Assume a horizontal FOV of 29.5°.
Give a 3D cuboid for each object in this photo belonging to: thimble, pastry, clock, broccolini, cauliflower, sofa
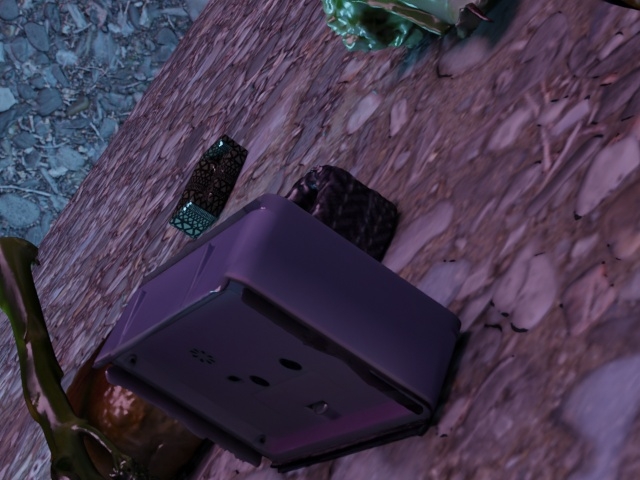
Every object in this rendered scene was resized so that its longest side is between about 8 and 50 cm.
[{"bbox_3d":[-0.001,0.002,0.877,0.104,0.066,0.095,-58,19,-8],"label":"thimble"},{"bbox_3d":[-0.143,0.120,0.993,0.182,0.093,0.192,-60,18,-22],"label":"pastry"},{"bbox_3d":[-0.031,0.061,0.706,0.193,0.145,0.073,-30,30,55],"label":"clock"},{"bbox_3d":[-0.179,0.113,0.895,0.078,0.074,0.392,93,157,-43],"label":"broccolini"},{"bbox_3d":[0.082,-0.255,0.993,0.315,0.239,0.256,56,130,37],"label":"cauliflower"},{"bbox_3d":[-0.129,-0.063,1.401,0.060,0.039,0.118,-37,25,45],"label":"sofa"}]

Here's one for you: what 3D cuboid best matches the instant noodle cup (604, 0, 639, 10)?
[{"bbox_3d":[0.184,-0.253,0.588,0.230,0.230,0.182,-35,23,50],"label":"instant noodle cup"}]
